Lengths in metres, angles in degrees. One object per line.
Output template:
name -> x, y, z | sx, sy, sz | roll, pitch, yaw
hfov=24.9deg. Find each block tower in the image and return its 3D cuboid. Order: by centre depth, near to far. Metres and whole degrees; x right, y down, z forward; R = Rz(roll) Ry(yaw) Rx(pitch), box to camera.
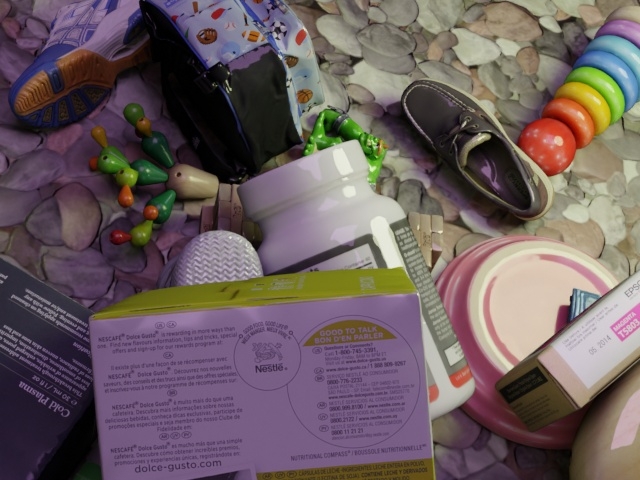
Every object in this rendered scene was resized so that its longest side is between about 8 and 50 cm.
block tower -> 0.000, 0.000, 2.030 | 0.335, 0.097, 0.091 | 7, 57, -9

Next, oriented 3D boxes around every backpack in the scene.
backpack -> -0.130, -0.259, 2.055 | 0.213, 0.276, 0.263 | -36, 61, -17

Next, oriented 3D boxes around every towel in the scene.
towel -> 0.401, 0.109, 2.005 | 0.119, 0.029, 0.067 | 15, 58, -5

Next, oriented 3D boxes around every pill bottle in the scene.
pill bottle -> 0.040, 0.068, 1.866 | 0.210, 0.210, 0.363 | -22, 89, -25

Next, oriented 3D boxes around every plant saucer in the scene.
plant saucer -> 0.315, 0.126, 2.041 | 0.332, 0.084, 0.332 | 7, 58, -11

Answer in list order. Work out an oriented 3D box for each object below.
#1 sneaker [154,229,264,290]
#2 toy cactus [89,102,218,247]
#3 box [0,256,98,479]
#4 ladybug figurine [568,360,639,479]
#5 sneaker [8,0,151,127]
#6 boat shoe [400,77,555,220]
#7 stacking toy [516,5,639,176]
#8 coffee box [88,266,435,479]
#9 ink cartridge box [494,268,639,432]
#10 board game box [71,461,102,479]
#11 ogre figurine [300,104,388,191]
sneaker -> -0.148, 0.165, 1.874 | 0.137, 0.210, 0.366 | 3, 93, -12
toy cactus -> -0.233, -0.081, 2.032 | 0.180, 0.112, 0.219 | 10, 53, -31
box -> -0.452, 0.186, 1.751 | 0.343, 0.179, 0.312 | 30, 56, 5
ladybug figurine -> 0.502, 0.256, 1.930 | 0.449, 0.162, 0.305 | -21, 101, -26
sneaker -> -0.356, -0.274, 2.114 | 0.131, 0.112, 0.296 | 31, 54, 26
boat shoe -> 0.229, -0.140, 2.157 | 0.103, 0.092, 0.285 | -46, 79, 12
stacking toy -> 0.418, -0.222, 2.256 | 0.141, 0.141, 0.330 | 41, 63, 11
coffee box -> -0.048, 0.213, 1.593 | 0.338, 0.337, 0.334 | -5, 92, 1
ink cartridge box -> 0.357, 0.134, 1.870 | 0.234, 0.193, 0.088 | -36, 82, -18
board game box -> -0.297, 0.399, 1.747 | 0.124, 0.039, 0.259 | 29, 60, 3
ogre figurine -> 0.034, -0.122, 2.113 | 0.118, 0.097, 0.197 | 20, 17, -1
